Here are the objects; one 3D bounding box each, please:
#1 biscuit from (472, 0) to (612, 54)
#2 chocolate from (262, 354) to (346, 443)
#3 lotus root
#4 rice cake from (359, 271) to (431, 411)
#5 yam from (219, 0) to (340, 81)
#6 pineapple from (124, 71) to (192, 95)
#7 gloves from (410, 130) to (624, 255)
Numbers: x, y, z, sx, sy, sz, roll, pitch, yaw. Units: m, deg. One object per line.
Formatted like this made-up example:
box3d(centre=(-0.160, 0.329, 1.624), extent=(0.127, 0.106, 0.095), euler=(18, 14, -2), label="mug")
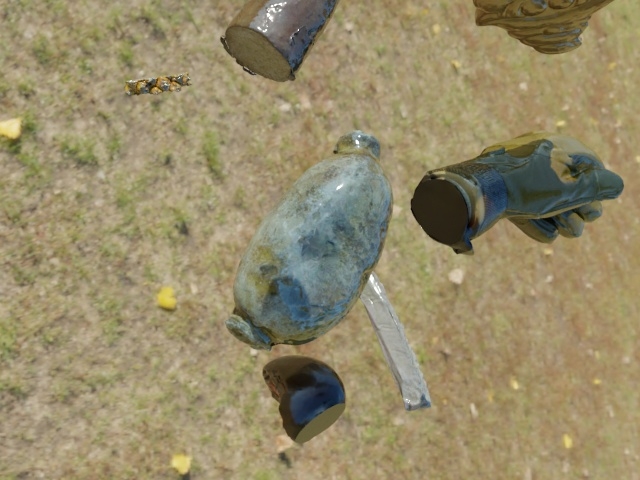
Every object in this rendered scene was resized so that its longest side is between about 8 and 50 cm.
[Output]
box3d(centre=(0.236, -0.271, 0.888), extent=(0.250, 0.162, 0.035), euler=(39, 41, -52), label="biscuit")
box3d(centre=(-0.035, 0.231, 1.269), extent=(0.127, 0.124, 0.133), euler=(-21, 60, -38), label="chocolate")
box3d(centre=(0.001, 0.000, 1.156), extent=(0.175, 0.175, 0.349), euler=(38, 77, -41), label="lotus root")
box3d(centre=(0.126, 0.174, 1.458), extent=(0.270, 0.055, 0.049), euler=(66, 14, 23), label="rice cake")
box3d(centre=(-0.031, -0.220, 0.798), extent=(0.084, 0.084, 0.127), euler=(44, 66, -37), label="yam")
box3d(centre=(-0.172, -0.173, 0.916), extent=(0.083, 0.045, 0.019), euler=(-19, 113, -37), label="pineapple")
box3d(centre=(0.269, -0.071, 1.107), extent=(0.331, 0.154, 0.141), euler=(-11, 63, -36), label="gloves")
